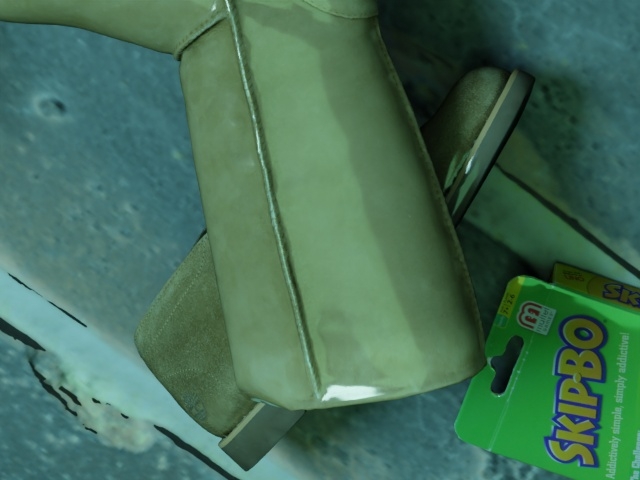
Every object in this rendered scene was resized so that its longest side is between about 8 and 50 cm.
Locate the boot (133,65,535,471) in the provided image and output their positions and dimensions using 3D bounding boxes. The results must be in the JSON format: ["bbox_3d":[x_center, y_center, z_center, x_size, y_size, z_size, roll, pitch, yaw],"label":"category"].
[{"bbox_3d":[0.000,0.000,1.039,0.115,0.112,0.305,41,121,1],"label":"boot"}]

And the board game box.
[{"bbox_3d":[0.217,0.102,1.084,0.259,0.039,0.124,17,119,-1],"label":"board game box"}]

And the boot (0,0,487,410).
[{"bbox_3d":[-0.056,-0.043,0.942,0.236,0.089,0.269,-9,101,24],"label":"boot"}]
